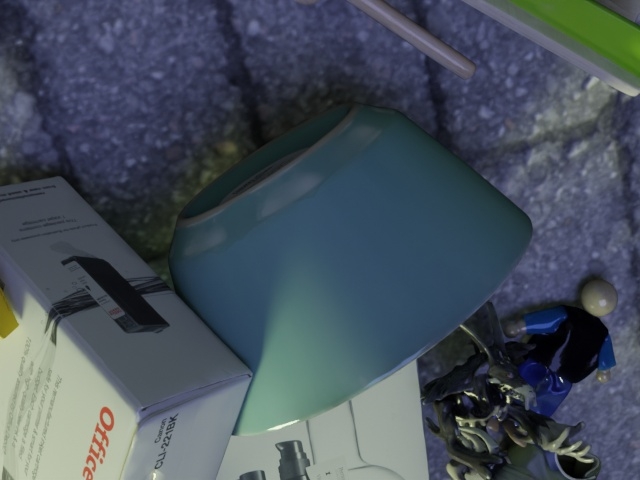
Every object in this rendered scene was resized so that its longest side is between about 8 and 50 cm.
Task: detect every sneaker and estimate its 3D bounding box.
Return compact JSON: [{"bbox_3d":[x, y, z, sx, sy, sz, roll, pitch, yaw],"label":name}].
[{"bbox_3d":[0.271,0.268,1.393,0.086,0.064,0.192,-38,118,14],"label":"sneaker"}]

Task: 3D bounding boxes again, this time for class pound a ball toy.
[{"bbox_3d":[0.152,-0.236,1.059,0.319,0.135,0.208,24,136,-25],"label":"pound a ball toy"}]

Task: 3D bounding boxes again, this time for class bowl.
[{"bbox_3d":[0.000,0.000,1.062,0.312,0.311,0.163,-32,103,4],"label":"bowl"}]

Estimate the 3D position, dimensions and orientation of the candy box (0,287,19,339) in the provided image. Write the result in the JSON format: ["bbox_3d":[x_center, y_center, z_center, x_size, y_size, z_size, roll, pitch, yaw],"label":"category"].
[{"bbox_3d":[-0.305,-0.016,0.955,0.105,0.027,0.205,-6,114,35],"label":"candy box"}]

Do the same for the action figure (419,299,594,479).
[{"bbox_3d":[0.178,0.201,1.237,0.164,0.141,0.275,-26,123,-42],"label":"action figure"}]

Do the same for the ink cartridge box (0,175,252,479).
[{"bbox_3d":[-0.197,0.108,1.038,0.114,0.273,0.197,-14,136,-42],"label":"ink cartridge box"}]

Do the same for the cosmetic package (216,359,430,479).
[{"bbox_3d":[-0.085,0.229,1.264,0.377,0.097,0.284,-13,119,-7],"label":"cosmetic package"}]

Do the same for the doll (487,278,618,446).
[{"bbox_3d":[0.233,0.117,1.309,0.129,0.046,0.189,31,107,-18],"label":"doll"}]
